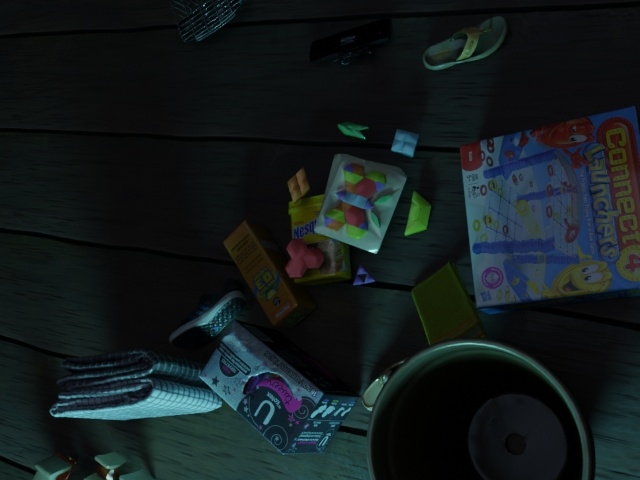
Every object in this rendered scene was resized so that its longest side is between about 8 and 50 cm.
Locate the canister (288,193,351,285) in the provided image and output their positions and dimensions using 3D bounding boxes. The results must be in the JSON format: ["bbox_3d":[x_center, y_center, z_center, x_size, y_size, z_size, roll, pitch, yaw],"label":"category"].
[{"bbox_3d":[0.000,0.000,1.499,0.126,0.073,0.169,-10,76,26],"label":"canister"}]

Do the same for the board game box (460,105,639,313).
[{"bbox_3d":[0.411,-0.045,1.273,0.302,0.086,0.308,-11,74,27],"label":"board game box"}]

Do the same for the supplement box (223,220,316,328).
[{"bbox_3d":[-0.107,0.070,1.540,0.078,0.080,0.233,-44,64,16],"label":"supplement box"}]

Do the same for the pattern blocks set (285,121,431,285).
[{"bbox_3d":[0.072,-0.074,1.442,0.286,0.026,0.324,5,80,7],"label":"pattern blocks set"}]

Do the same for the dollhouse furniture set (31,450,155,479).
[{"bbox_3d":[-0.517,0.583,1.643,0.259,0.135,0.262,30,94,19],"label":"dollhouse furniture set"}]

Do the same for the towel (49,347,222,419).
[{"bbox_3d":[-0.381,0.304,1.548,0.284,0.235,0.121,-12,70,25],"label":"towel"}]

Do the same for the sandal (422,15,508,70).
[{"bbox_3d":[0.280,-0.386,1.445,0.180,0.049,0.072,-16,71,25],"label":"sandal"}]

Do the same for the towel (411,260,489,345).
[{"bbox_3d":[0.224,0.136,1.305,0.102,0.021,0.237,-35,33,16],"label":"towel"}]

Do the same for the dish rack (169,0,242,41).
[{"bbox_3d":[-0.281,-0.616,1.798,0.208,0.074,0.271,-29,68,22],"label":"dish rack"}]

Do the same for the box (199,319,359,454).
[{"bbox_3d":[-0.082,0.284,1.426,0.247,0.163,0.142,33,94,31],"label":"box"}]

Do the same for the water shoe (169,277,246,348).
[{"bbox_3d":[-0.245,0.161,1.611,0.203,0.073,0.080,-34,43,14],"label":"water shoe"}]

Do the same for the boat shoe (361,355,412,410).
[{"bbox_3d":[0.138,0.259,1.370,0.170,0.059,0.063,-39,63,16],"label":"boat shoe"}]

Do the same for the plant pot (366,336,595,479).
[{"bbox_3d":[0.276,0.322,1.151,0.323,0.280,0.323,-7,75,28],"label":"plant pot"}]

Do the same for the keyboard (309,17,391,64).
[{"bbox_3d":[0.065,-0.413,1.588,0.192,0.038,0.100,-10,51,28],"label":"keyboard"}]
